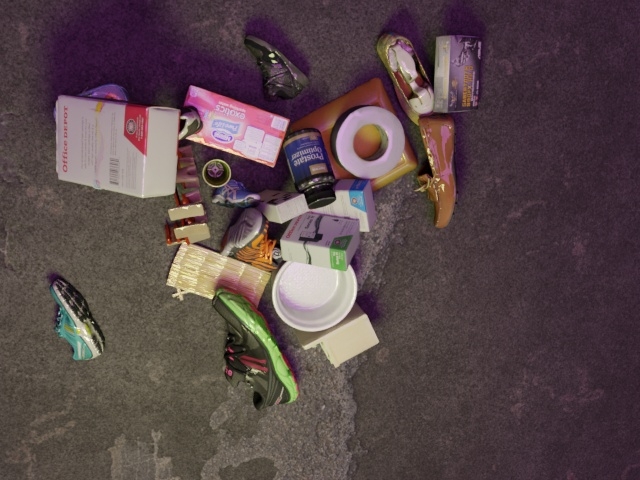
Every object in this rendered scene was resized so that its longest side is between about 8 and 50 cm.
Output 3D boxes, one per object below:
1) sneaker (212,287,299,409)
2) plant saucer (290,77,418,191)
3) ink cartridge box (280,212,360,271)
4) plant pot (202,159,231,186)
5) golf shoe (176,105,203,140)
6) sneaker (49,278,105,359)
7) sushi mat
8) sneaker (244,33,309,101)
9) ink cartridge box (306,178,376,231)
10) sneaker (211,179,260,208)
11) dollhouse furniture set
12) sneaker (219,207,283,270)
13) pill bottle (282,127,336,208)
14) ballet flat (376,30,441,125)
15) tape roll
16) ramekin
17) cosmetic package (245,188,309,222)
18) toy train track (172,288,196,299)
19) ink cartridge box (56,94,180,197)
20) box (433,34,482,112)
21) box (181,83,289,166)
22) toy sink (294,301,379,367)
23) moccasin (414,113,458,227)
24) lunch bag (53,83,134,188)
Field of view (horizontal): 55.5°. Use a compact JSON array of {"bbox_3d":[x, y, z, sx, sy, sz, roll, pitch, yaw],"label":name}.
[{"bbox_3d":[-0.233,0.370,1.965,0.202,0.185,0.482,-27,113,-6],"label":"sneaker"},{"bbox_3d":[0.124,-0.295,1.936,0.333,0.081,0.332,-30,111,-5],"label":"plant saucer"},{"bbox_3d":[0.000,0.000,1.851,0.209,0.153,0.086,9,133,17],"label":"ink cartridge box"},{"bbox_3d":[-0.317,-0.209,1.848,0.084,0.079,0.083,-3,105,-12],"label":"plant pot"},{"bbox_3d":[-0.450,-0.279,1.643,0.273,0.120,0.105,-31,101,8],"label":"golf shoe"},{"bbox_3d":[-0.762,0.250,1.855,0.110,0.107,0.275,-18,109,1],"label":"sneaker"},{"bbox_3d":[-0.325,0.120,1.963,0.317,0.019,0.151,22,98,-20],"label":"sushi mat"},{"bbox_3d":[-0.154,-0.500,1.805,0.228,0.087,0.130,39,86,-26],"label":"sneaker"},{"bbox_3d":[0.058,-0.112,1.899,0.203,0.085,0.148,4,126,23],"label":"ink cartridge box"},{"bbox_3d":[-0.255,-0.141,1.823,0.080,0.211,0.081,15,85,-45],"label":"sneaker"},{"bbox_3d":[-0.411,-0.103,1.776,0.135,0.261,0.259,-12,139,-9],"label":"dollhouse furniture set"},{"bbox_3d":[-0.175,0.001,1.836,0.180,0.321,0.124,21,72,-19],"label":"sneaker"},{"bbox_3d":[-0.028,-0.210,1.796,0.123,0.123,0.219,-16,79,-10],"label":"pill bottle"},{"bbox_3d":[0.290,-0.493,1.904,0.123,0.123,0.348,-34,110,-3],"label":"ballet flat"},{"bbox_3d":[0.144,-0.302,1.858,0.220,0.072,0.219,-4,105,-14],"label":"tape roll"},{"bbox_3d":[-0.031,0.144,1.988,0.278,0.135,0.276,-4,106,-14],"label":"ramekin"},{"bbox_3d":[-0.140,-0.107,1.827,0.099,0.239,0.060,-24,109,-27],"label":"cosmetic package"},{"bbox_3d":[-0.435,0.167,1.957,0.083,0.014,0.048,-17,108,-10],"label":"toy train track"},{"bbox_3d":[-0.521,-0.247,1.561,0.307,0.131,0.225,14,106,27],"label":"ink cartridge box"},{"bbox_3d":[0.433,-0.524,1.918,0.183,0.056,0.230,-15,110,-44],"label":"box"},{"bbox_3d":[-0.262,-0.338,1.793,0.300,0.142,0.153,16,101,-17],"label":"box"},{"bbox_3d":[0.053,0.324,2.050,0.234,0.153,0.131,-27,110,-7],"label":"toy sink"},{"bbox_3d":[0.371,-0.218,1.982,0.147,0.139,0.379,-6,120,5],"label":"moccasin"},{"bbox_3d":[-0.616,-0.299,1.735,0.224,0.108,0.279,-23,109,-4],"label":"lunch bag"}]
